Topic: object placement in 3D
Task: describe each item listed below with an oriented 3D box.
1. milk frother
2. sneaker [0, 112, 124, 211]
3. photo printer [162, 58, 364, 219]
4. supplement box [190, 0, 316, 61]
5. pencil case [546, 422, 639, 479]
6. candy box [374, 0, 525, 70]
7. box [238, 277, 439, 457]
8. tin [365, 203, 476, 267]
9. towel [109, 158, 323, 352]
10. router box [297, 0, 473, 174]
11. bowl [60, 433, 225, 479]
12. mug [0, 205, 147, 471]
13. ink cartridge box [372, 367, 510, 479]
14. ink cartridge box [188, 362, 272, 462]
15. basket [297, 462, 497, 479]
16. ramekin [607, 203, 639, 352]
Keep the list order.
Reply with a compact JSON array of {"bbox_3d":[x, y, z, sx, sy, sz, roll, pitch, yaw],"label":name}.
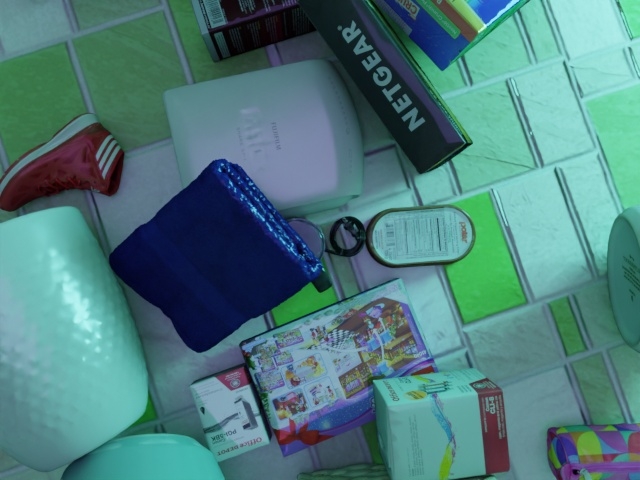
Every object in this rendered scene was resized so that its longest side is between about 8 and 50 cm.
[{"bbox_3d":[0.000,0.000,1.006,0.129,0.135,0.143,40,88,0],"label":"milk frother"},{"bbox_3d":[-0.426,-0.100,1.031,0.221,0.087,0.128,-44,87,-2],"label":"sneaker"},{"bbox_3d":[-0.085,-0.158,1.027,0.308,0.107,0.256,-12,87,-1],"label":"photo printer"},{"bbox_3d":[-0.085,-0.385,1.029,0.239,0.130,0.073,-17,87,-3],"label":"supplement box"},{"bbox_3d":[0.493,0.352,1.014,0.236,0.104,0.104,-5,87,-2],"label":"pencil case"},{"bbox_3d":[0.227,-0.470,0.996,0.317,0.122,0.268,-42,88,-22],"label":"candy box"},{"bbox_3d":[0.036,0.209,1.034,0.293,0.057,0.201,-21,88,-2],"label":"box"},{"bbox_3d":[0.172,-0.007,1.060,0.190,0.040,0.106,-5,91,-1],"label":"tin"},{"bbox_3d":[-0.166,0.030,0.950,0.308,0.076,0.227,-34,104,36],"label":"towel"},{"bbox_3d":[0.115,-0.253,0.964,0.081,0.243,0.309,-36,88,19],"label":"router box"},{"bbox_3d":[-0.267,0.396,0.924,0.312,0.311,0.163,-10,58,-1],"label":"bowl"},{"bbox_3d":[-0.452,0.176,0.946,0.374,0.276,0.328,-28,91,28],"label":"mug"},{"bbox_3d":[0.177,0.281,0.944,0.176,0.128,0.127,-7,94,-5],"label":"ink cartridge box"},{"bbox_3d":[-0.149,0.286,1.027,0.099,0.056,0.135,-20,87,-3],"label":"ink cartridge box"},{"bbox_3d":[0.130,0.487,0.888,0.331,0.328,0.266,-6,85,-1],"label":"basket"},{"bbox_3d":[0.539,0.060,0.956,0.127,0.273,0.272,-5,87,11],"label":"ramekin"}]
